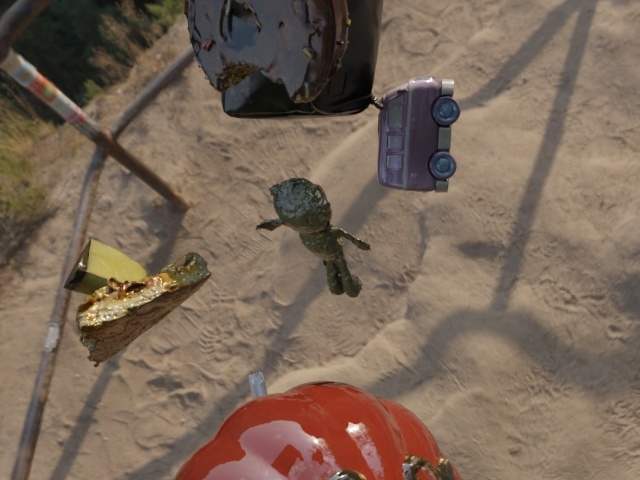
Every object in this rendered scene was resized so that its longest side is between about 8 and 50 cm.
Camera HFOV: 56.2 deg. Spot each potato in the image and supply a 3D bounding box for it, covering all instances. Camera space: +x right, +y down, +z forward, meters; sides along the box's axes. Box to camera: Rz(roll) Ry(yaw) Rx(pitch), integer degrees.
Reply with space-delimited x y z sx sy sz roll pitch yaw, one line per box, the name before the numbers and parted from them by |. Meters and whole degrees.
potato | -0.330 0.060 0.929 0.066 0.103 0.096 -53 21 22

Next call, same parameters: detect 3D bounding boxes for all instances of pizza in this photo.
pizza | -0.229 0.081 0.697 0.182 0.161 0.062 -38 85 13

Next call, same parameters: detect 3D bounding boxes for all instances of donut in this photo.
donut | -0.066 -0.280 0.744 0.230 0.215 0.096 6 27 38

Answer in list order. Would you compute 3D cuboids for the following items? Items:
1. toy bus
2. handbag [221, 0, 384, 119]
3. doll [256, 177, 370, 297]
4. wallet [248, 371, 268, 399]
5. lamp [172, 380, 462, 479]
toy bus | 0.175 -0.189 1.083 0.142 0.142 0.202 3 98 9
handbag | -0.011 -0.325 0.920 0.275 0.301 0.177 4 28 -6
doll | 0.012 0.004 1.025 0.091 0.286 0.203 -51 25 -19
wallet | -0.086 0.272 0.941 0.025 0.061 0.122 -14 94 -18
lamp | 0.005 0.206 0.383 0.227 0.227 0.226 -7 66 16
